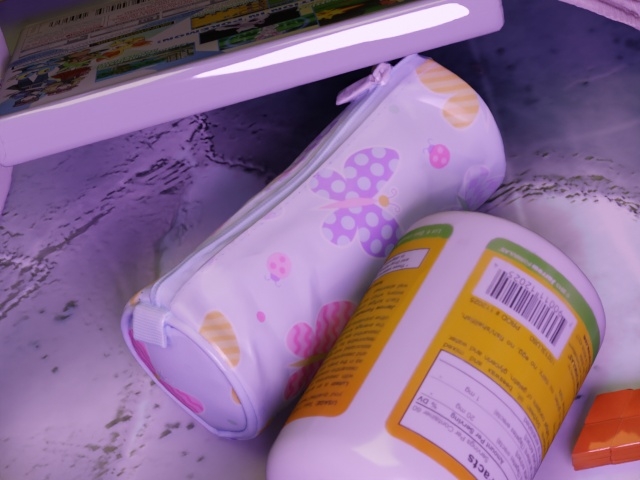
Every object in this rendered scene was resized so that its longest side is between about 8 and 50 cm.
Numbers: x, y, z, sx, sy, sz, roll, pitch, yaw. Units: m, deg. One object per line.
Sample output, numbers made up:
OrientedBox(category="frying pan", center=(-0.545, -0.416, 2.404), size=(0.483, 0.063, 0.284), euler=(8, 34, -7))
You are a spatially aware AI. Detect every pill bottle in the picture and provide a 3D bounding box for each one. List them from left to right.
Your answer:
OrientedBox(category="pill bottle", center=(0.053, 0.113, 1.068), size=(0.136, 0.136, 0.245), euler=(16, 55, 26))

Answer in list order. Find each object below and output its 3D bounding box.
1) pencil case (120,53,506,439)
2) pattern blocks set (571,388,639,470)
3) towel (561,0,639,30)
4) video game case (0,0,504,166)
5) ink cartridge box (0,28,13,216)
OrientedBox(category="pencil case", center=(0.000, 0.000, 1.194), size=(0.113, 0.124, 0.273), euler=(27, 61, 33))
OrientedBox(category="pattern blocks set", center=(0.251, 0.174, 1.037), size=(0.325, 0.026, 0.285), euler=(-26, 48, -9))
OrientedBox(category="towel", center=(0.184, -0.258, 1.371), size=(0.187, 0.049, 0.282), euler=(19, 43, -18))
OrientedBox(category="video game case", center=(-0.057, -0.146, 1.309), size=(0.329, 0.036, 0.300), euler=(-15, 18, 1))
OrientedBox(category="ink cartridge box", center=(-0.306, -0.033, 1.244), size=(0.119, 0.207, 0.353), euler=(-1, 48, 12))
